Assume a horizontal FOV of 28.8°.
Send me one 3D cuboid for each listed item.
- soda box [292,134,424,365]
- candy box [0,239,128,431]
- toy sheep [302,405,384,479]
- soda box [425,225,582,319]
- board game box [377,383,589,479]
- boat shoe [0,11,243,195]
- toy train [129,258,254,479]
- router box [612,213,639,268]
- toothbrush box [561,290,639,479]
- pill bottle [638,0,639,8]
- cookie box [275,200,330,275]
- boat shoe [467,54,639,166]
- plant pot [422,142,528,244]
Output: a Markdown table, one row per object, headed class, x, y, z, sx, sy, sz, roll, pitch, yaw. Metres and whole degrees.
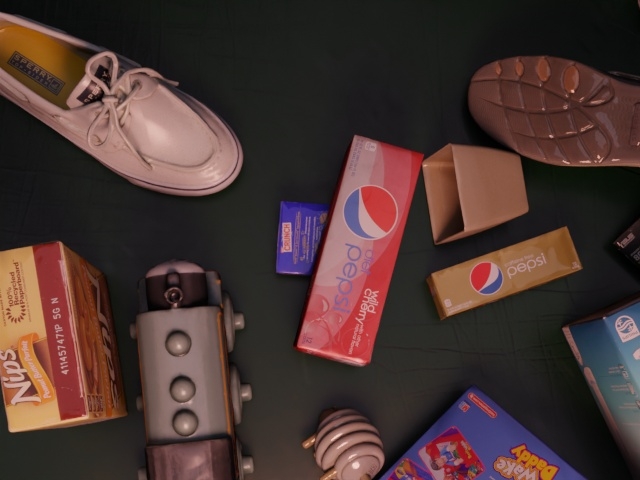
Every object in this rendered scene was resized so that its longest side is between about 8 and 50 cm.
| class | x | y | z | sx | sy | sz | roll | pitch | yaw |
| --- | --- | --- | --- | --- | --- | --- | --- | --- | --- |
| soda box | 0.044 | 0.014 | 1.486 | 0.092 | 0.083 | 0.263 | 15 | 83 | -3 |
| candy box | -0.286 | 0.114 | 1.382 | 0.088 | 0.316 | 0.182 | -10 | 83 | -2 |
| toy sheep | 0.033 | 0.252 | 1.489 | 0.091 | 0.091 | 0.132 | -27 | 49 | -6 |
| soda box | 0.226 | 0.041 | 1.541 | 0.181 | 0.061 | 0.058 | -20 | 83 | -5 |
| board game box | 0.213 | 0.350 | 1.391 | 0.233 | 0.078 | 0.347 | -44 | 47 | -7 |
| boat shoe | -0.261 | -0.176 | 1.503 | 0.367 | 0.156 | 0.135 | 31 | 83 | 2 |
| toy train | -0.151 | 0.182 | 1.442 | 0.142 | 0.190 | 0.333 | -4 | 83 | -3 |
| router box | 0.437 | -0.009 | 1.537 | 0.092 | 0.038 | 0.122 | 44 | 119 | 4 |
| toothbrush box | 0.418 | 0.204 | 1.450 | 0.126 | 0.216 | 0.295 | -23 | 83 | -5 |
| pill bottle | 0.472 | -0.321 | 1.598 | 0.116 | 0.065 | 0.065 | -13 | 83 | -4 |
| cookie box | 0.000 | 0.000 | 1.548 | 0.107 | 0.040 | 0.091 | 5 | 83 | -3 |
| boat shoe | 0.357 | -0.145 | 1.535 | 0.355 | 0.130 | 0.132 | 16 | 97 | 23 |
| plant pot | 0.195 | -0.060 | 1.537 | 0.096 | 0.109 | 0.109 | -6 | 82 | -15 |
